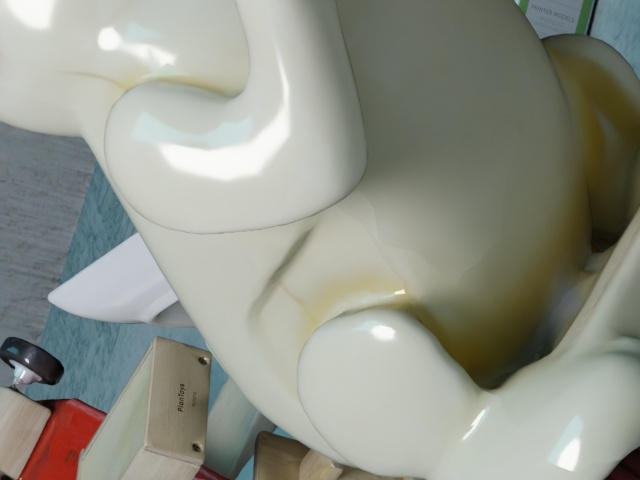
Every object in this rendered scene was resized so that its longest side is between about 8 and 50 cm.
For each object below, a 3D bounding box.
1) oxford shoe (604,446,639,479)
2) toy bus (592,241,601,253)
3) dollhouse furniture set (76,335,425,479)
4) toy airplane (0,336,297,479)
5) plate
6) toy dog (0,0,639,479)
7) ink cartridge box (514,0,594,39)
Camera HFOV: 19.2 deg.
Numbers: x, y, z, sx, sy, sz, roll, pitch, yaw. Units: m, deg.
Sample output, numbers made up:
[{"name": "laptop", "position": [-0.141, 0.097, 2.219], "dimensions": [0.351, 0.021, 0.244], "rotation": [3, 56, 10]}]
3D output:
[{"name": "oxford shoe", "position": [0.174, 0.088, 0.982], "dimensions": [0.348, 0.123, 0.130], "rotation": [-48, 12, 13]}, {"name": "toy bus", "position": [0.131, 0.019, 1.203], "dimensions": [0.211, 0.149, 0.220], "rotation": [-76, 11, -64]}, {"name": "dollhouse furniture set", "position": [-0.040, 0.186, 1.369], "dimensions": [0.212, 0.242, 0.161], "rotation": [-89, 24, -44]}, {"name": "toy airplane", "position": [-0.113, 0.236, 1.618], "dimensions": [0.386, 0.272, 0.384], "rotation": [-29, 48, 15]}, {"name": "plate", "position": [0.000, 0.000, 1.302], "dimensions": [0.277, 0.278, 0.045], "rotation": [-33, 69, 35]}, {"name": "toy dog", "position": [-0.022, -0.088, 0.947], "dimensions": [0.284, 0.408, 0.395], "rotation": [-53, 11, -24]}, {"name": "ink cartridge box", "position": [0.151, -0.179, 1.381], "dimensions": [0.109, 0.062, 0.209], "rotation": [-178, 102, -72]}]
